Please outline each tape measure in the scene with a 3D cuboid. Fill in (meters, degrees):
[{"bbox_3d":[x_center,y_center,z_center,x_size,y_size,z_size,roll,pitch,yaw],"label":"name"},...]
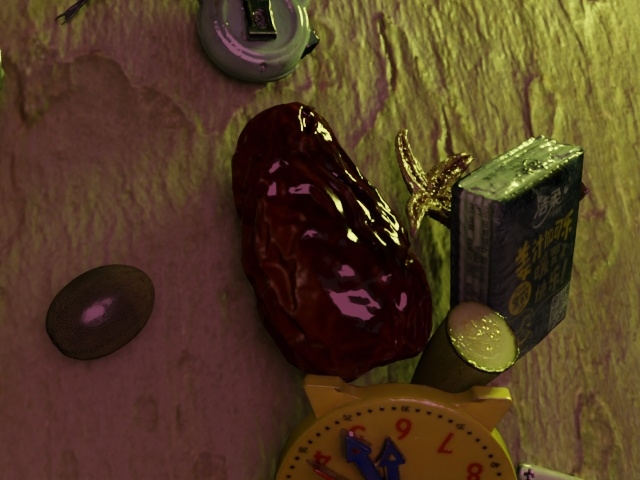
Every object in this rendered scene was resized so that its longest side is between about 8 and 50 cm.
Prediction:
[{"bbox_3d":[-0.164,-0.278,1.081,0.331,0.084,0.163,-9,76,-20],"label":"tape measure"}]

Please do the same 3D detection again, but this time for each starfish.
[{"bbox_3d":[0.152,-0.055,1.109,0.213,0.057,0.238,49,40,9],"label":"starfish"}]

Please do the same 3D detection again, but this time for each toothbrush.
[{"bbox_3d":[0.402,0.343,1.134,0.304,0.030,0.030,17,73,-12],"label":"toothbrush"}]

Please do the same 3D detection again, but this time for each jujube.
[{"bbox_3d":[0.000,0.000,1.013,0.216,0.216,0.342,-16,76,-19],"label":"jujube"}]

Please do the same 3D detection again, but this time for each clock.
[{"bbox_3d":[0.085,0.292,0.949,0.277,0.071,0.293,-1,111,2],"label":"clock"}]

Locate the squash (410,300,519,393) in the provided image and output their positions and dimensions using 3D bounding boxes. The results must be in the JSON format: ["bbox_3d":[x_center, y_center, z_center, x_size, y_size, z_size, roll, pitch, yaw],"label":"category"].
[{"bbox_3d":[0.152,0.177,1.012,0.094,0.224,0.094,12,44,-12],"label":"squash"}]

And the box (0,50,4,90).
[{"bbox_3d":[-0.577,-0.093,0.902,0.397,0.111,0.395,12,74,-15],"label":"box"}]

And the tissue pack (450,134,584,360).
[{"bbox_3d":[0.243,0.022,1.040,0.185,0.081,0.257,-30,129,-37],"label":"tissue pack"}]

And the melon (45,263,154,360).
[{"bbox_3d":[-0.250,0.081,0.965,0.131,0.098,0.098,-32,88,-24],"label":"melon"}]

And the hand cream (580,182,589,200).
[{"bbox_3d":[0.321,-0.037,1.197,0.062,0.039,0.163,43,64,-1],"label":"hand cream"}]
